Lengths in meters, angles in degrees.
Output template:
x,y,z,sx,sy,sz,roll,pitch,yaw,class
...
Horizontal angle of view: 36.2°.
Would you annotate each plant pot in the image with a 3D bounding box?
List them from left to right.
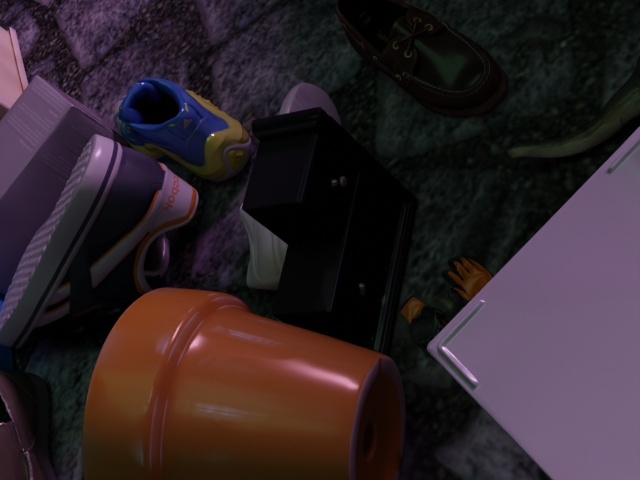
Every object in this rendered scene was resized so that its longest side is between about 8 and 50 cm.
x,y,z,sx,sy,sz,roll,pitch,yaw,class
-0.042,0.142,0.739,0.188,0.205,0.205,2,64,22,plant pot

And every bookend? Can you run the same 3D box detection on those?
x,y,z,sx,sy,sz,roll,pitch,yaw,class
0.000,0.000,0.806,0.072,0.157,0.156,-6,59,36,bookend

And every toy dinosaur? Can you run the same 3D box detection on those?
x,y,z,sx,sy,sz,roll,pitch,yaw,class
0.273,-0.123,0.740,0.268,0.064,0.118,-42,38,12,toy dinosaur

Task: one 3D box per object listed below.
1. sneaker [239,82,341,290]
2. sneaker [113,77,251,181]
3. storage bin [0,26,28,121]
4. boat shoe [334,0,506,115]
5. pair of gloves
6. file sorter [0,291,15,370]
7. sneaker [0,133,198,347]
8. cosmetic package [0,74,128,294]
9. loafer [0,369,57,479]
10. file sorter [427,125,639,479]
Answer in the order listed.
x,y,z,sx,sy,sz,roll,pitch,yaw,class
-0.038,-0.053,0.935,0.094,0.080,0.212,-20,53,43,sneaker
-0.178,-0.144,1.061,0.240,0.126,0.091,22,78,44,sneaker
-0.552,-0.181,1.388,0.260,0.123,0.262,-40,46,13,storage bin
0.084,-0.180,0.916,0.073,0.073,0.207,-52,46,-2,boat shoe
0.106,0.053,0.792,0.083,0.010,0.074,-46,45,6,pair of gloves
-0.447,0.099,1.092,0.104,0.170,0.118,-39,46,16,file sorter
-0.238,0.029,1.015,0.321,0.128,0.126,-45,32,43,sneaker
-0.357,-0.067,1.175,0.238,0.107,0.127,-53,44,2,cosmetic package
-0.318,0.229,0.961,0.094,0.087,0.251,-37,46,15,loafer
0.241,0.103,0.536,0.193,0.173,0.277,-47,45,3,file sorter
